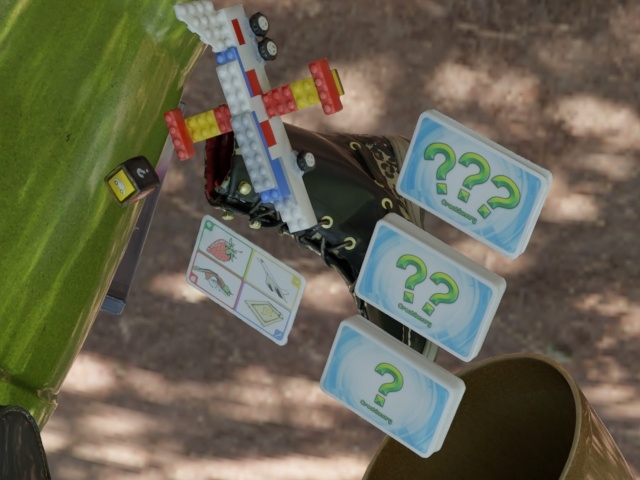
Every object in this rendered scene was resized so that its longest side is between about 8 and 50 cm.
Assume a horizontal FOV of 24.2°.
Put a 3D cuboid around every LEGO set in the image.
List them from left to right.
[{"bbox_3d":[-0.018,-0.012,0.794,0.244,0.060,0.182,33,122,22],"label":"LEGO set"}]

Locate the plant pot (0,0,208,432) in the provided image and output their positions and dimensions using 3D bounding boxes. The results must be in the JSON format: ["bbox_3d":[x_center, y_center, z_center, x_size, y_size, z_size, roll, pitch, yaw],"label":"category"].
[{"bbox_3d":[-0.265,-0.073,1.020,0.366,0.353,0.366,32,173,4],"label":"plant pot"}]

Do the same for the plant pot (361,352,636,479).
[{"bbox_3d":[0.197,0.266,1.286,0.237,0.237,0.254,-21,125,43],"label":"plant pot"}]

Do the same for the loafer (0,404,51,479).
[{"bbox_3d":[-0.166,0.172,0.848,0.062,0.170,0.061,8,154,-43],"label":"loafer"}]

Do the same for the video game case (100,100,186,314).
[{"bbox_3d":[-0.244,-0.068,1.385,0.196,0.274,0.026,20,134,-10],"label":"video game case"}]

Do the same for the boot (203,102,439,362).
[{"bbox_3d":[-0.001,0.000,1.170,0.178,0.236,0.085,13,141,-26],"label":"boot"}]
